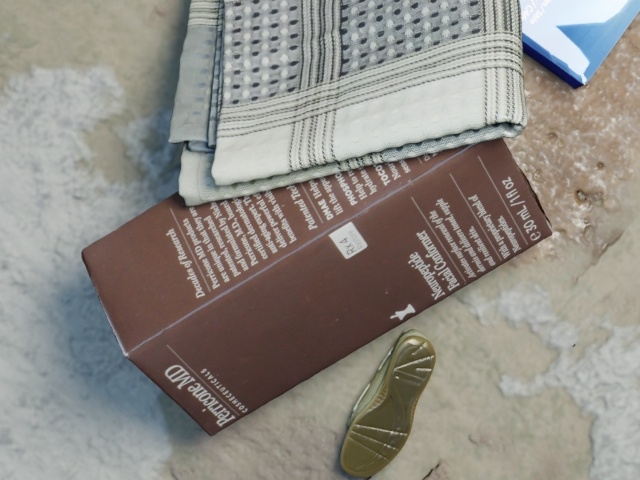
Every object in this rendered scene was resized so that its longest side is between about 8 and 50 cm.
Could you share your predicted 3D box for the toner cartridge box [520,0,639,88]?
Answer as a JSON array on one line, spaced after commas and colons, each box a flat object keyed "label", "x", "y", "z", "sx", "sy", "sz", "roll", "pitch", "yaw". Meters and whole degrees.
[{"label": "toner cartridge box", "x": 0.279, "y": -0.329, "z": 1.593, "sx": 0.165, "sy": 0.075, "sz": 0.347, "roll": 35, "pitch": 94, "yaw": 1}]

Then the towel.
[{"label": "towel", "x": 0.018, "y": -0.188, "z": 1.508, "sx": 0.324, "sy": 0.056, "sz": 0.312, "roll": -13, "pitch": 53, "yaw": 19}]

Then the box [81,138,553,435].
[{"label": "box", "x": 0.000, "y": 0.000, "z": 1.551, "sx": 0.381, "sy": 0.191, "sz": 0.143, "roll": -30, "pitch": 54, "yaw": 6}]

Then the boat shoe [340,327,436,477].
[{"label": "boat shoe", "x": 0.064, "y": 0.157, "z": 1.649, "sx": 0.056, "sy": 0.048, "sz": 0.153, "roll": 21, "pitch": 101, "yaw": -10}]
